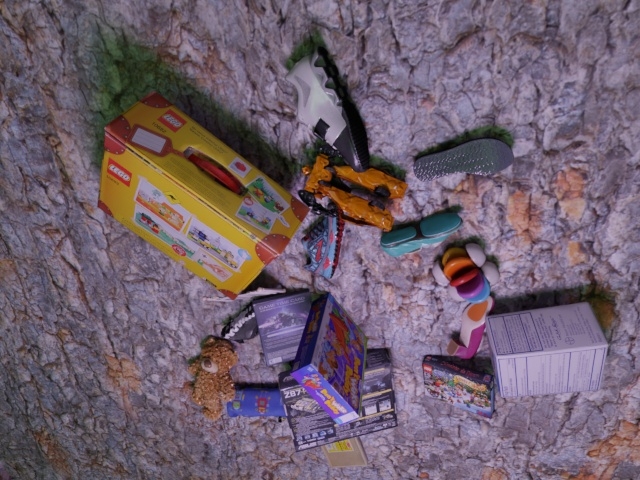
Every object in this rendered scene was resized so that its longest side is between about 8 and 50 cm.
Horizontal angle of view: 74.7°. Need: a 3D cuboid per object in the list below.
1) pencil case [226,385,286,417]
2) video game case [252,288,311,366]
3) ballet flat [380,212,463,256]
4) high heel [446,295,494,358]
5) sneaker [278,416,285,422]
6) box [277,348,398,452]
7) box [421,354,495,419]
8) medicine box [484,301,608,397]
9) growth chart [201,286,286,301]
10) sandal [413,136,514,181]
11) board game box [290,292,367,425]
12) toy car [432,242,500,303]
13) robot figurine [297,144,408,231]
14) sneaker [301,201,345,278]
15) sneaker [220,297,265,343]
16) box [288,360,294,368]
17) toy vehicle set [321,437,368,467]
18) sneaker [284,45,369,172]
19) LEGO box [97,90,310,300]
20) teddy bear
[{"bbox_3d":[-0.209,0.636,1.648,0.306,0.133,0.119,-3,77,12],"label":"pencil case"},{"bbox_3d":[-0.117,0.309,1.469,0.196,0.026,0.274,-12,116,-9],"label":"video game case"},{"bbox_3d":[0.301,-0.011,1.240,0.247,0.083,0.087,-18,137,19],"label":"ballet flat"},{"bbox_3d":[0.512,0.284,1.360,0.117,0.082,0.244,12,108,-32],"label":"high heel"},{"bbox_3d":[-0.147,0.723,1.726,0.031,0.035,0.083,33,118,-8],"label":"sneaker"},{"bbox_3d":[0.069,0.579,1.509,0.395,0.097,0.318,-13,117,-4],"label":"box"},{"bbox_3d":[0.466,0.494,1.425,0.233,0.044,0.159,9,123,37],"label":"box"},{"bbox_3d":[0.667,0.337,1.260,0.289,0.149,0.263,-11,133,17],"label":"medicine box"},{"bbox_3d":[-0.250,0.184,1.410,0.237,0.172,0.021,-11,77,19],"label":"growth chart"},{"bbox_3d":[0.379,-0.221,1.127,0.255,0.054,0.097,-4,110,24],"label":"sandal"},{"bbox_3d":[0.042,0.357,1.321,0.078,0.347,0.233,-32,108,23],"label":"board game box"},{"bbox_3d":[0.432,0.110,1.234,0.159,0.136,0.182,-35,106,24],"label":"toy car"},{"bbox_3d":[0.082,-0.142,1.173,0.291,0.085,0.211,23,83,2],"label":"robot figurine"},{"bbox_3d":[0.000,0.000,1.282,0.125,0.104,0.261,12,119,7],"label":"sneaker"},{"bbox_3d":[-0.245,0.292,1.502,0.234,0.078,0.106,-40,117,20],"label":"sneaker"},{"bbox_3d":[-0.024,0.484,1.582,0.162,0.029,0.116,-17,112,17],"label":"box"},{"bbox_3d":[0.082,0.839,1.741,0.166,0.035,0.266,-12,114,17],"label":"toy vehicle set"},{"bbox_3d":[0.018,-0.318,1.109,0.146,0.122,0.330,-22,99,28],"label":"sneaker"},{"bbox_3d":[-0.342,-0.094,1.178,0.500,0.193,0.372,37,142,-9],"label":"LEGO box"},{"bbox_3d":[-0.425,0.538,1.608,0.245,0.113,0.338,56,129,29],"label":"teddy bear"}]
